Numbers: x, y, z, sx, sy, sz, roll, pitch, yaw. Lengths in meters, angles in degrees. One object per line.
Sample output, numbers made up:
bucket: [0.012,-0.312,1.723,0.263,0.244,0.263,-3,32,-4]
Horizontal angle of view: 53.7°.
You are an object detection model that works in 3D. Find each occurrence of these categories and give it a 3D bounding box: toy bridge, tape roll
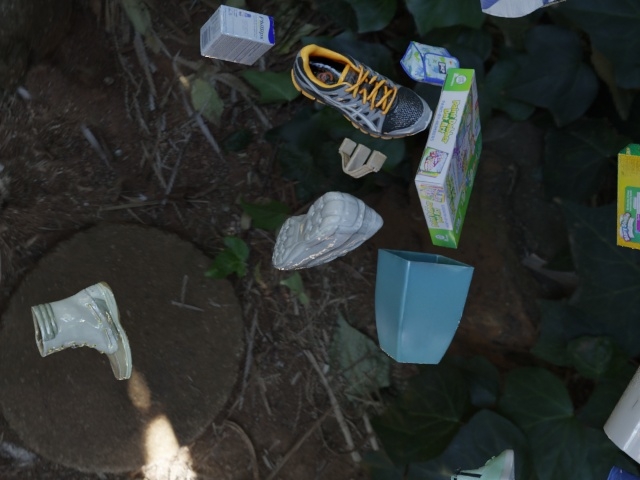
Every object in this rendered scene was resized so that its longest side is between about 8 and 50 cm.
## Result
toy bridge: [0.071,-0.155,1.227,0.026,0.188,0.063,27,97,-22]
tape roll: [0.649,0.326,1.100,0.246,0.246,0.169,21,100,-27]

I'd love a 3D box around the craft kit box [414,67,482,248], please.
craft kit box: [0.249,-0.148,1.196,0.247,0.061,0.250,-69,155,-20]

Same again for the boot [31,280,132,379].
boot: [-0.484,0.208,1.288,0.165,0.077,0.213,-21,102,-37]

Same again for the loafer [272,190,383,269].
loafer: [0.000,0.000,1.159,0.111,0.319,0.112,17,72,-21]

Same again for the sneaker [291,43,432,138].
sneaker: [0.055,-0.209,0.887,0.215,0.083,0.084,22,83,4]

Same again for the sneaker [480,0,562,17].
sneaker: [0.519,-0.578,1.398,0.182,0.315,0.127,-35,119,-53]

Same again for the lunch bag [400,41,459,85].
lunch bag: [0.322,-0.496,1.819,0.129,0.096,0.151,3,47,-26]

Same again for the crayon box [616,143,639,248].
crayon box: [0.882,-0.107,1.670,0.081,0.165,0.278,-31,122,-34]

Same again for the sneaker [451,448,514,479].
sneaker: [0.415,0.592,1.613,0.256,0.151,0.094,1,86,-68]

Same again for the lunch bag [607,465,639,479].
lunch bag: [0.303,0.266,0.601,0.067,0.065,0.098,-54,139,-24]

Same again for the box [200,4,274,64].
box: [-0.197,-0.483,1.497,0.137,0.126,0.072,3,80,-32]

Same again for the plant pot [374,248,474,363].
plant pot: [0.220,0.152,1.440,0.165,0.165,0.234,5,97,-18]
